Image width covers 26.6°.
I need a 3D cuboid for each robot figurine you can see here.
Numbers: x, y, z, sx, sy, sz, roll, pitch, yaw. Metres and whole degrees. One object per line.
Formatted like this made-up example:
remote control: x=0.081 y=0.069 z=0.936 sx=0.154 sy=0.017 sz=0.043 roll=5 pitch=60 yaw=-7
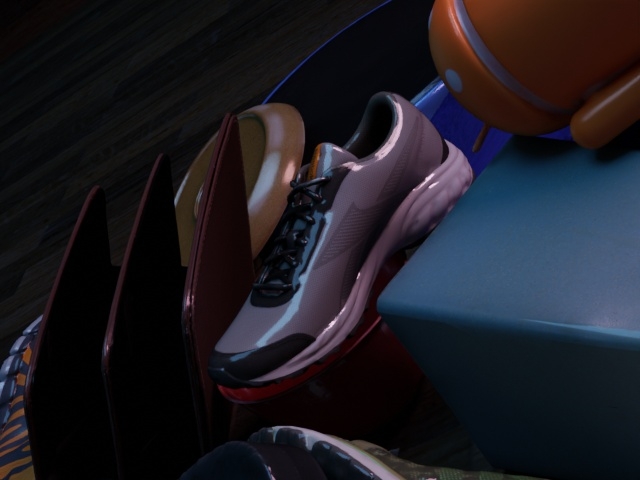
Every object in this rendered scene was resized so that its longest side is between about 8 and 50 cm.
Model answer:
robot figurine: x=0.156 y=-0.149 z=0.846 sx=0.219 sy=0.158 sz=0.128 roll=-41 pitch=6 yaw=37

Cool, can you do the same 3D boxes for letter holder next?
letter holder: x=-0.151 y=0.041 z=1.168 sx=0.152 sy=0.214 sz=0.302 roll=1 pitch=36 yaw=4

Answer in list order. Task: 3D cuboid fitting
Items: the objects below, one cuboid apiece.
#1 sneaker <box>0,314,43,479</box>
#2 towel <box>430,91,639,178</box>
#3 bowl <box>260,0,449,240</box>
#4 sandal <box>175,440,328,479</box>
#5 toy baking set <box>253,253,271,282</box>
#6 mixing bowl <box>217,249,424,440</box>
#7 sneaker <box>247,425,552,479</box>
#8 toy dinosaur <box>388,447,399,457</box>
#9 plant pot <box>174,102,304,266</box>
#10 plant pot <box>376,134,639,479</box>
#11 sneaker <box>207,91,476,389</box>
sneaker: x=-0.230 y=0.186 z=1.274 sx=0.180 sy=0.124 sz=0.321 roll=-14 pitch=44 yaw=38
towel: x=0.174 y=-0.080 z=1.120 sx=0.227 sy=0.076 sz=0.308 roll=-58 pitch=18 yaw=23
bowl: x=0.065 y=-0.159 z=1.500 sx=0.391 sy=0.077 sz=0.391 roll=-32 pitch=24 yaw=16
sandal: x=-0.141 y=0.244 z=0.815 sx=0.446 sy=0.107 sz=0.167 roll=-49 pitch=44 yaw=42
toy baking set: x=-0.102 y=0.080 z=1.363 sx=0.197 sy=0.030 sz=0.256 roll=-38 pitch=23 yaw=3
mixing bowl: x=0.018 y=0.092 z=1.075 sx=0.181 sy=0.098 sz=0.181 roll=-31 pitch=25 yaw=16
sneaker: x=0.109 y=0.186 z=0.725 sx=0.410 sy=0.182 sz=0.158 roll=5 pitch=91 yaw=49
toy dinosaur: x=0.012 y=0.238 z=0.862 sx=0.118 sy=0.064 sz=0.268 roll=-19 pitch=27 yaw=6
plant pot: x=-0.101 y=-0.047 z=1.432 sx=0.236 sy=0.032 sz=0.236 roll=-41 pitch=32 yaw=34
plant pot: x=0.195 y=0.049 z=0.823 sx=0.234 sy=0.165 sz=0.166 roll=6 pitch=49 yaw=53
sneaker: x=0.000 y=0.000 z=1.011 sx=0.100 sy=0.108 sz=0.271 roll=2 pitch=46 yaw=54
